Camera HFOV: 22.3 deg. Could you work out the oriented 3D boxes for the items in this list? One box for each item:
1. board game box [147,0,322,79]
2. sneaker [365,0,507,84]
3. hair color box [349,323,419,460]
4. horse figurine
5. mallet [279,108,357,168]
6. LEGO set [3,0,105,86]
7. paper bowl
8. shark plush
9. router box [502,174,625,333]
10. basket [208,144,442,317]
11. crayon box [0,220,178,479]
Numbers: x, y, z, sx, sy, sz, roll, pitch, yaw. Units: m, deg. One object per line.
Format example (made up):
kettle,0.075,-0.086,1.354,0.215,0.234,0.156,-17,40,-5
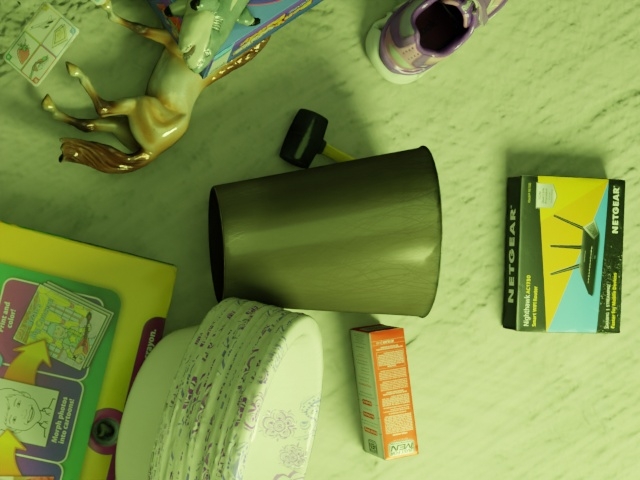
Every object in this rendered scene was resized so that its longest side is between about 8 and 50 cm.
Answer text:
board game box,-0.124,-0.378,1.688,0.233,0.078,0.347,-34,88,-14
sneaker,0.158,-0.269,1.798,0.095,0.104,0.236,46,77,-11
hair color box,0.070,0.166,1.789,0.043,0.072,0.141,-7,93,-17
horse figurine,-0.179,-0.170,1.714,0.174,0.066,0.263,31,76,-12
mallet,0.040,-0.072,1.800,0.189,0.039,0.062,34,81,-18
LEGO set,-0.322,-0.257,1.630,0.182,0.060,0.244,41,102,6
paper bowl,-0.106,0.198,1.639,0.148,0.284,0.284,12,86,16
shark plush,-0.087,-0.237,1.619,0.161,0.073,0.067,-45,111,-34
router box,0.280,0.017,1.866,0.133,0.046,0.179,1,90,-17
basket,0.000,0.000,1.726,0.226,0.154,0.204,-4,130,-10
crayon box,-0.343,0.162,1.644,0.313,0.106,0.363,15,86,-16
